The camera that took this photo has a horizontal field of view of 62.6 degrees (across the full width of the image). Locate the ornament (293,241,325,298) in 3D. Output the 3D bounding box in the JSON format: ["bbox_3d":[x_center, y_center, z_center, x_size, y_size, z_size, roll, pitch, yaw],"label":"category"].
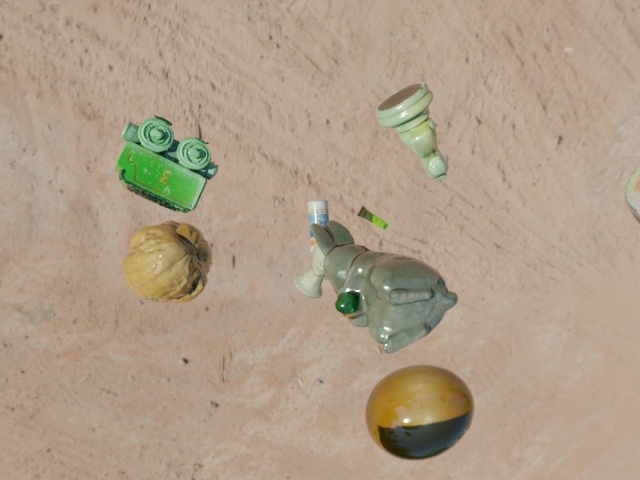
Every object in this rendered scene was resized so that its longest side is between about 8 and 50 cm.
[{"bbox_3d":[0.008,0.043,1.078,0.074,0.081,0.156,35,121,1],"label":"ornament"}]

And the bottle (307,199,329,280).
[{"bbox_3d":[0.000,0.000,1.430,0.060,0.060,0.217,-5,93,-13],"label":"bottle"}]

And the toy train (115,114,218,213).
[{"bbox_3d":[-0.385,-0.184,1.304,0.243,0.132,0.188,27,77,-21],"label":"toy train"}]

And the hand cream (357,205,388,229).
[{"bbox_3d":[0.162,-0.069,1.641,0.023,0.122,0.036,18,104,-45],"label":"hand cream"}]

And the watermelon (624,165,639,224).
[{"bbox_3d":[0.722,-0.021,1.014,0.175,0.322,0.188,-28,112,11],"label":"watermelon"}]

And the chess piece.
[{"bbox_3d":[0.297,-0.296,1.544,0.175,0.176,0.298,-33,114,3],"label":"chess piece"}]

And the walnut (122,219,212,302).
[{"bbox_3d":[-0.426,0.066,1.463,0.257,0.224,0.257,14,125,20],"label":"walnut"}]

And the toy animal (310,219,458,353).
[{"bbox_3d":[0.064,0.051,0.748,0.127,0.251,0.125,23,100,-36],"label":"toy animal"}]

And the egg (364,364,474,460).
[{"bbox_3d":[0.309,0.538,1.659,0.351,0.283,0.283,-22,121,14],"label":"egg"}]
